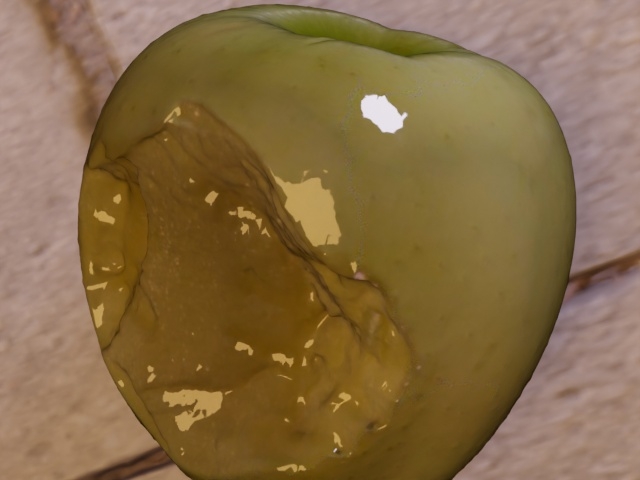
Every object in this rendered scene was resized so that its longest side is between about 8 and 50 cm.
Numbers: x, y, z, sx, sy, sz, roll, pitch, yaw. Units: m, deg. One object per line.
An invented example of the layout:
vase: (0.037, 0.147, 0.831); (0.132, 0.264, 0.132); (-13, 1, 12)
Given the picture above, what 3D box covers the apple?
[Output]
apple: (0.000, 0.000, 0.801); (0.279, 0.279, 0.279); (2, 95, 19)
